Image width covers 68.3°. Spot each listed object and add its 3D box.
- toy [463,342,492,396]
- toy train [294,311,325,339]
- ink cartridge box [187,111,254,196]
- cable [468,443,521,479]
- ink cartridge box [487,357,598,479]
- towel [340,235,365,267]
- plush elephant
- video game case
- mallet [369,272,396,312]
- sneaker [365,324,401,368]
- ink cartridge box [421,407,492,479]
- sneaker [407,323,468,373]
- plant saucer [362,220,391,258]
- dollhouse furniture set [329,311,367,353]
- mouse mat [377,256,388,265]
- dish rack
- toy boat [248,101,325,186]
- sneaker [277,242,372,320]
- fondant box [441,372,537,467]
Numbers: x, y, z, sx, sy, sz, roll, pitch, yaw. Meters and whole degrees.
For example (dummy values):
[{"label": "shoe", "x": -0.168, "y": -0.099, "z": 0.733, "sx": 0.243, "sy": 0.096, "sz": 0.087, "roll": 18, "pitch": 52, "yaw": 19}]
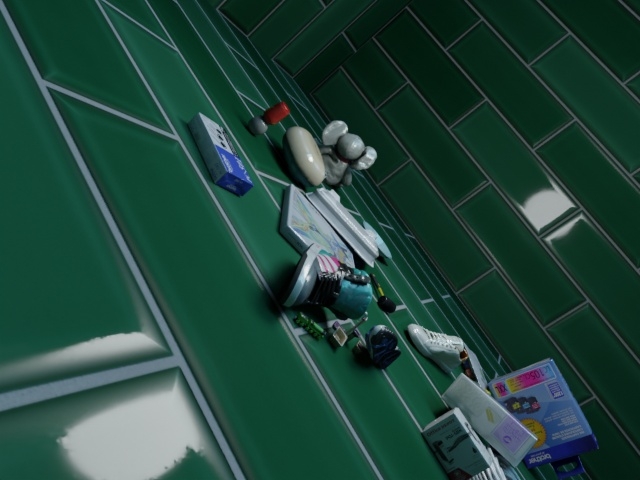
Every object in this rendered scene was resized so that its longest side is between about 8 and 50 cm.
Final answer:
[{"label": "toy", "x": 0.627, "y": 0.548, "z": 1.916, "sx": 0.137, "sy": 0.056, "sz": 0.237, "roll": 44, "pitch": 22, "yaw": -39}, {"label": "toy train", "x": -0.020, "y": 0.173, "z": 0.953, "sx": 0.083, "sy": 0.023, "sz": 0.017, "roll": 42, "pitch": 18, "yaw": -31}, {"label": "ink cartridge box", "x": -0.240, "y": -0.206, "z": 1.128, "sx": 0.097, "sy": 0.046, "sz": 0.207, "roll": 25, "pitch": 31, "yaw": -56}, {"label": "cable", "x": 0.457, "y": 0.639, "z": 1.161, "sx": 0.257, "sy": 0.089, "sz": 0.257, "roll": 32, "pitch": 24, "yaw": -53}, {"label": "ink cartridge box", "x": 0.860, "y": 0.686, "z": 1.809, "sx": 0.151, "sy": 0.269, "sz": 0.396, "roll": 16, "pitch": 48, "yaw": -63}, {"label": "towel", "x": 0.104, "y": 0.036, "z": 1.605, "sx": 0.067, "sy": 0.029, "sz": 0.120, "roll": 23, "pitch": 33, "yaw": -59}, {"label": "plush elephant", "x": 0.092, "y": -0.380, "z": 2.078, "sx": 0.272, "sy": 0.255, "sz": 0.330, "roll": 49, "pitch": 16, "yaw": -10}, {"label": "video game case", "x": 0.000, "y": 0.000, "z": 1.376, "sx": 0.300, "sy": 0.036, "sz": 0.329, "roll": 46, "pitch": 17, "yaw": -20}, {"label": "mallet", "x": 0.206, "y": 0.174, "z": 1.590, "sx": 0.062, "sy": 0.039, "sz": 0.190, "roll": 44, "pitch": 13, "yaw": -23}, {"label": "sneaker", "x": 0.135, "y": 0.243, "z": 1.124, "sx": 0.081, "sy": 0.080, "sz": 0.211, "roll": 46, "pitch": -12, "yaw": 28}, {"label": "ink cartridge box", "x": 0.315, "y": 0.476, "z": 1.095, "sx": 0.135, "sy": 0.099, "sz": 0.056, "roll": 56, "pitch": 17, "yaw": 19}, {"label": "sneaker", "x": 0.406, "y": 0.345, "z": 1.614, "sx": 0.290, "sy": 0.123, "sz": 0.106, "roll": 40, "pitch": 22, "yaw": -35}, {"label": "plant saucer", "x": 0.227, "y": 0.006, "z": 1.989, "sx": 0.195, "sy": 0.037, "sz": 0.195, "roll": 47, "pitch": 17, "yaw": -19}, {"label": "dollhouse furniture set", "x": 0.079, "y": 0.209, "z": 1.045, "sx": 0.091, "sy": 0.081, "sz": 0.114, "roll": 53, "pitch": 15, "yaw": 4}, {"label": "mouse mat", "x": 0.216, "y": 0.025, "z": 2.001, "sx": 0.189, "sy": 0.007, "sz": 0.153, "roll": 32, "pitch": 25, "yaw": -50}, {"label": "dish rack", "x": 0.093, "y": -0.064, "z": 1.644, "sx": 0.333, "sy": 0.072, "sz": 0.285, "roll": 46, "pitch": 10, "yaw": -1}, {"label": "toy boat", "x": -0.112, "y": -0.336, "z": 1.657, "sx": 0.318, "sy": 0.148, "sz": 0.268, "roll": 49, "pitch": 19, "yaw": -40}, {"label": "sneaker", "x": 0.020, "y": 0.107, "z": 1.001, "sx": 0.178, "sy": 0.124, "sz": 0.295, "roll": 31, "pitch": 15, "yaw": 2}, {"label": "fondant box", "x": 0.491, "y": 0.510, "z": 1.349, "sx": 0.238, "sy": 0.096, "sz": 0.330, "roll": 41, "pitch": 1, "yaw": 31}]
